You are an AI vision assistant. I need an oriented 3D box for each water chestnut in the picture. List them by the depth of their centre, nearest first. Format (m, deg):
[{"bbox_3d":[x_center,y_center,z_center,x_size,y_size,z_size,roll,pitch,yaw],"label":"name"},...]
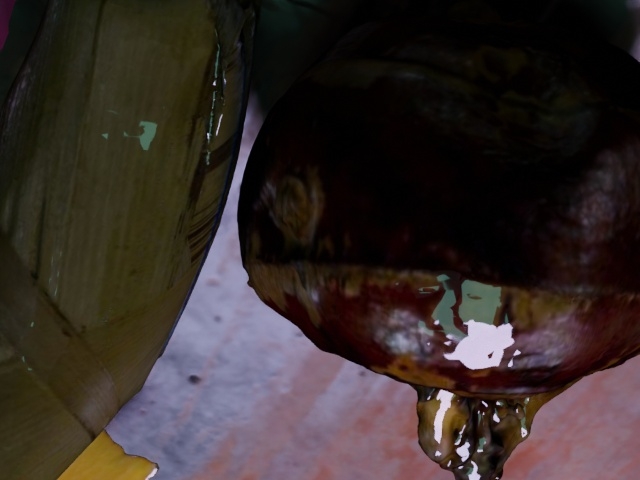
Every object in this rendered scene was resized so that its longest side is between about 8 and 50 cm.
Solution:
[{"bbox_3d":[0.066,0.001,0.706,0.224,0.223,0.238,7,98,-3],"label":"water chestnut"}]

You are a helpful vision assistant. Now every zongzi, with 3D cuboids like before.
[{"bbox_3d":[-0.127,0.016,0.685,0.123,0.289,0.260,23,129,0],"label":"zongzi"}]

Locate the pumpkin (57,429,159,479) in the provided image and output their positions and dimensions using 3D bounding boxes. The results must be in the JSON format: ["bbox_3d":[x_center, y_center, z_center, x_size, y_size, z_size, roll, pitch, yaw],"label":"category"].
[{"bbox_3d":[-0.224,0.161,0.929,0.248,0.126,0.131,-43,124,12],"label":"pumpkin"}]

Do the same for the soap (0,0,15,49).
[{"bbox_3d":[-0.296,-0.134,0.617,0.325,0.220,0.127,25,118,-17],"label":"soap"}]
